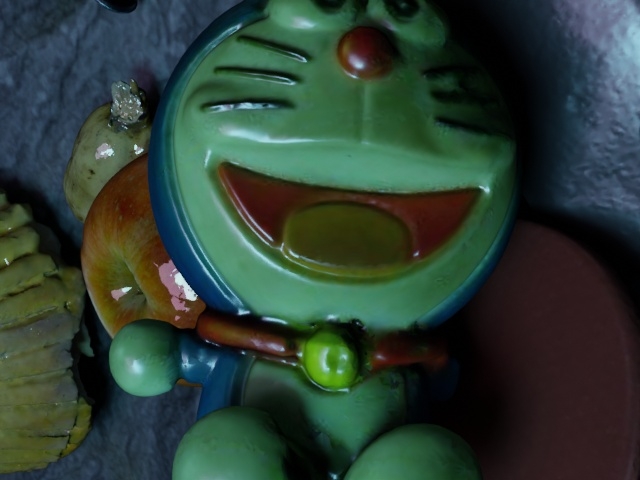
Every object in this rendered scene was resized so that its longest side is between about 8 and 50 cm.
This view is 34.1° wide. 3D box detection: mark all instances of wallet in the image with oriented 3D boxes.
[{"bbox_3d":[0.138,-0.096,0.575,0.124,0.025,0.244,-30,91,39],"label":"wallet"}]

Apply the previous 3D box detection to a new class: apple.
[{"bbox_3d":[-0.077,0.016,0.704,0.163,0.139,0.163,24,124,42],"label":"apple"}]

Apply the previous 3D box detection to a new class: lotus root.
[{"bbox_3d":[-0.152,-0.057,0.769,0.072,0.063,0.152,45,132,23],"label":"lotus root"}]

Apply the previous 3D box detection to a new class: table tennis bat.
[{"bbox_3d":[0.023,0.163,0.610,0.414,0.051,0.268,-51,40,15],"label":"table tennis bat"}]

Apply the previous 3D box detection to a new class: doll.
[{"bbox_3d":[0.001,0.000,0.555,0.198,0.186,0.322,11,82,-7],"label":"doll"}]

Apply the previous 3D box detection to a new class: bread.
[{"bbox_3d":[-0.310,0.087,0.884,0.274,0.149,0.274,17,121,31],"label":"bread"}]

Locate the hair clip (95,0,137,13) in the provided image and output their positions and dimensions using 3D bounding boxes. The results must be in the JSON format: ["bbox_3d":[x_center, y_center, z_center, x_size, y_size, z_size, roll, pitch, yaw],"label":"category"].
[{"bbox_3d":[-0.221,-0.225,0.768,0.229,0.039,0.070,22,120,31],"label":"hair clip"}]
